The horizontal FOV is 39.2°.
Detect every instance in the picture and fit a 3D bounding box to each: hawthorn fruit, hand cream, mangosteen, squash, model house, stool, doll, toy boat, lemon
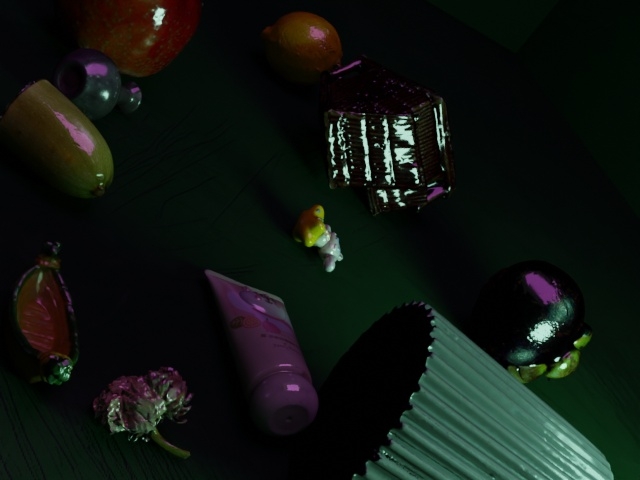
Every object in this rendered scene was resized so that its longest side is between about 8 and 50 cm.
[{"bbox_3d":[-0.335,-0.458,1.657,0.254,0.300,0.254,31,29,-20],"label":"hawthorn fruit"},{"bbox_3d":[-0.081,0.152,1.287,0.147,0.093,0.306,23,22,-30],"label":"hand cream"},{"bbox_3d":[0.403,0.157,1.715,0.243,0.243,0.243,29,29,-18],"label":"mangosteen"},{"bbox_3d":[-0.377,-0.137,1.318,0.186,0.123,0.123,42,27,8],"label":"squash"},{"bbox_3d":[0.098,-0.195,1.920,0.297,0.317,0.282,19,39,38],"label":"model house"},{"bbox_3d":[0.175,0.288,1.168,0.330,0.297,0.297,35,27,-14],"label":"stool"},{"bbox_3d":[0.000,0.004,1.632,0.113,0.071,0.135,35,27,-49],"label":"doll"},{"bbox_3d":[-0.323,0.095,1.059,0.089,0.088,0.229,20,32,-33],"label":"toy boat"},{"bbox_3d":[-0.045,-0.461,2.155,0.206,0.173,0.173,24,29,-7],"label":"lemon"}]

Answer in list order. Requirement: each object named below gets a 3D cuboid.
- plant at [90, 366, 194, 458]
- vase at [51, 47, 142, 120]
[{"bbox_3d":[-0.204,0.212,1.068,0.116,0.104,0.122,-21,93,-20],"label":"plant"},{"bbox_3d":[-0.372,-0.257,1.525,0.120,0.120,0.183,46,14,14],"label":"vase"}]
